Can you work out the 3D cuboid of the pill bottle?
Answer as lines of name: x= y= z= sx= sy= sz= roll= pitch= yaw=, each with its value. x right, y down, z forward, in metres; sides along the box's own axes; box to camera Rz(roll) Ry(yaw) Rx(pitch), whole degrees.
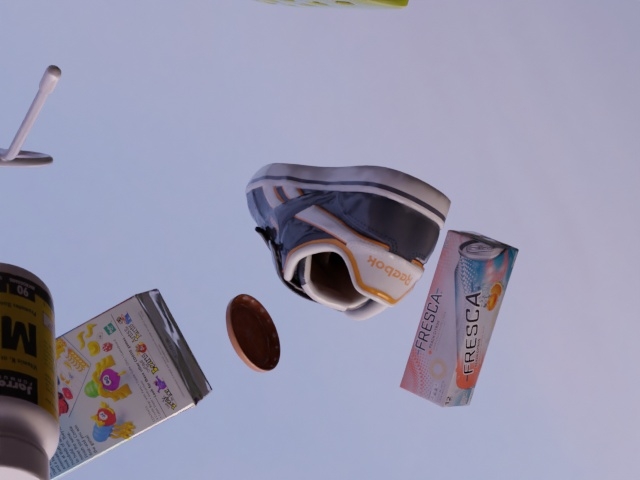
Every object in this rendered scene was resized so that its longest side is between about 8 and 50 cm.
pill bottle: x=-0.282 y=0.131 z=1.512 sx=0.119 sy=0.119 sz=0.208 roll=39 pitch=-150 yaw=-43

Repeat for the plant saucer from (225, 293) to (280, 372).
plant saucer: x=-0.070 y=0.095 z=1.804 sx=0.083 sy=0.013 sz=0.083 roll=42 pitch=-145 yaw=-39

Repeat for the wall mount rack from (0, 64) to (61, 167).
wall mount rack: x=-0.448 y=-0.142 z=1.996 sx=0.350 sy=0.130 sz=0.304 roll=-1 pitch=-173 yaw=-30

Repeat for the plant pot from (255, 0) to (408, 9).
plant pot: x=-0.046 y=-0.365 z=1.914 sx=0.207 sy=0.228 sz=0.227 roll=-3 pitch=-82 yaw=-38

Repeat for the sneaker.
sneaker: x=0.000 y=0.000 z=1.732 sx=0.126 sy=0.127 sz=0.321 roll=26 pitch=169 yaw=-23

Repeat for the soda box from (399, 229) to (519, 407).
soda box: x=0.147 y=0.084 z=1.898 sx=0.063 sy=0.183 sz=0.058 roll=22 pitch=-169 yaw=34

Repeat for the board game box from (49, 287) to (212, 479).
board game box: x=-0.285 y=0.184 z=2.052 sx=0.144 sy=0.275 sz=0.142 roll=62 pitch=-175 yaw=1
